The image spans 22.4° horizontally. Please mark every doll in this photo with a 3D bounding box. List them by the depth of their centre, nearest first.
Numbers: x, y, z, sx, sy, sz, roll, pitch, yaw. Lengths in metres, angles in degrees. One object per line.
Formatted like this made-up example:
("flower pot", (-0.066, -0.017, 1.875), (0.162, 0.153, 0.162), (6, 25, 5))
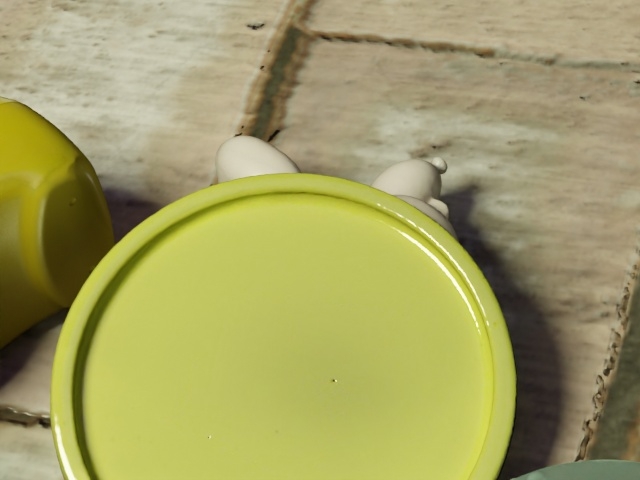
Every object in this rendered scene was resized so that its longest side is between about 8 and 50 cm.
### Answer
("doll", (0.000, 0.000, 0.887), (0.160, 0.059, 0.161), (16, 50, 21))

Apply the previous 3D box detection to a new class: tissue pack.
("tissue pack", (-0.211, 0.004, 0.868), (0.127, 0.123, 0.178), (31, 58, 32))

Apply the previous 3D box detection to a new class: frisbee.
("frisbee", (-0.019, 0.072, 0.806), (0.236, 0.017, 0.236), (-2, 64, 4))

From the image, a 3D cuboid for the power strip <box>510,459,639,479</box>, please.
("power strip", (0.153, 0.169, 0.715), (0.137, 0.044, 0.216), (-6, 47, 2))
